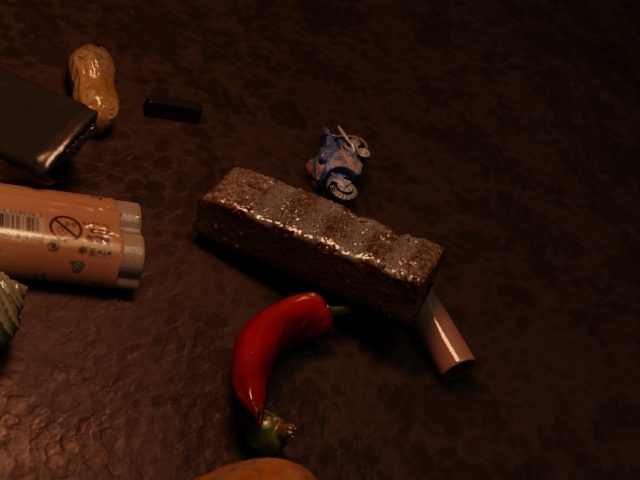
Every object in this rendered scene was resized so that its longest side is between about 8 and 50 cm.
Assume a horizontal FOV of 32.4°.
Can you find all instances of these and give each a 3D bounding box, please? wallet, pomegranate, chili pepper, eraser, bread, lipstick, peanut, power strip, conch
[{"bbox_3d":[-0.501,-0.201,1.785,0.245,0.052,0.168,27,49,9],"label":"wallet"},{"bbox_3d":[-0.077,0.284,1.649,0.073,0.084,0.073,22,42,-21],"label":"pomegranate"},{"bbox_3d":[-0.061,0.170,1.758,0.137,0.092,0.368,34,38,12],"label":"chili pepper"},{"bbox_3d":[-0.428,-0.013,1.732,0.290,0.087,0.171,7,48,-24],"label":"eraser"},{"bbox_3d":[0.000,0.000,1.902,0.416,0.113,0.165,22,29,7],"label":"bread"},{"bbox_3d":[0.187,0.129,1.973,0.070,0.070,0.254,-6,54,-35],"label":"lipstick"},{"bbox_3d":[-0.415,-0.282,2.007,0.099,0.099,0.214,7,52,-25],"label":"peanut"},{"bbox_3d":[-0.280,-0.250,2.090,0.111,0.038,0.029,7,46,-28],"label":"power strip"},{"bbox_3d":[-0.511,0.084,1.539,0.200,0.131,0.172,-15,78,-38],"label":"conch"}]

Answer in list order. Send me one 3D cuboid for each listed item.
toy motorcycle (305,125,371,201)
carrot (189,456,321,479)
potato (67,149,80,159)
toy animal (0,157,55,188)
[{"bbox_3d":[0.031,-0.151,2.159,0.114,0.076,0.205,19,41,-3],"label":"toy motorcycle"},{"bbox_3d":[-0.139,0.407,1.396,0.341,0.224,0.224,-9,55,-30],"label":"carrot"},{"bbox_3d":[-0.497,-0.175,1.850,0.188,0.085,0.105,2,30,-24],"label":"potato"},{"bbox_3d":[-0.513,-0.116,1.800,0.159,0.070,0.083,7,8,-32],"label":"toy animal"}]
